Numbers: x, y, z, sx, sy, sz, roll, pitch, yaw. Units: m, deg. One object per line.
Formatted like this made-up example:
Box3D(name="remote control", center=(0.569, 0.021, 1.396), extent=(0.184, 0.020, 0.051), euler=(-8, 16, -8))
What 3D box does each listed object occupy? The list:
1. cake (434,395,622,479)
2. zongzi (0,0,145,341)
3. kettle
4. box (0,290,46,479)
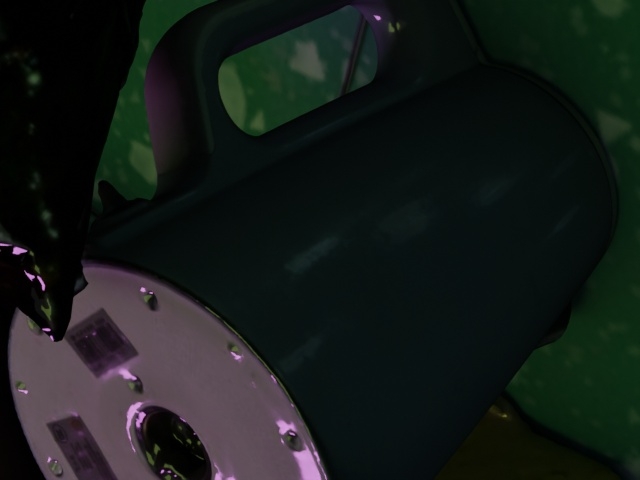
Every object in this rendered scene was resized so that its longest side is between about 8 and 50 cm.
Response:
Box3D(name="cake", center=(0.031, 0.217, 0.874), extent=(0.286, 0.222, 0.227), euler=(18, 129, 30))
Box3D(name="zongzi", center=(-0.206, -0.189, 0.674), extent=(0.362, 0.383, 0.319), euler=(28, 139, -17))
Box3D(name="kettle", center=(0.000, 0.000, 0.739), extent=(0.160, 0.243, 0.210), euler=(-20, 104, 47))
Box3D(name="box", center=(-0.191, 0.168, 0.984), extent=(0.167, 0.193, 0.294), euler=(59, 175, 40))
